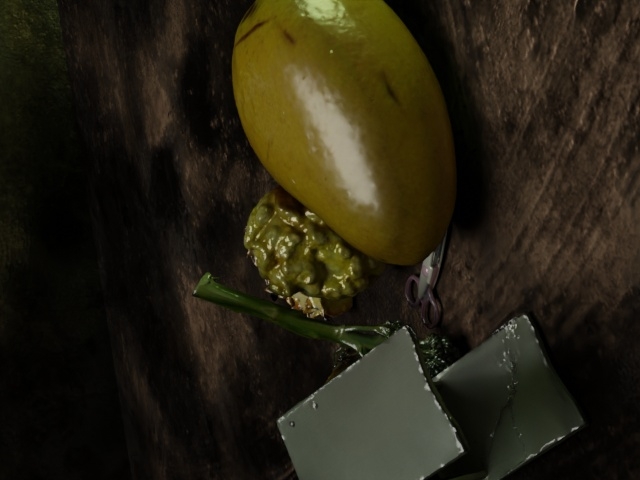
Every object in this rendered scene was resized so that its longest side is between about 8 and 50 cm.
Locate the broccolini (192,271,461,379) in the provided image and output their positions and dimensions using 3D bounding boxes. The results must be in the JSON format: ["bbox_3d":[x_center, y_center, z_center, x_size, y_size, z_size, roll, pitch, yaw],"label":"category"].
[{"bbox_3d":[0.009,0.112,1.628,0.079,0.392,0.074,-33,-39,-82],"label":"broccolini"}]

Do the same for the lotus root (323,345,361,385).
[{"bbox_3d":[0.111,0.326,1.655,0.179,0.196,0.397,-58,46,51],"label":"lotus root"}]

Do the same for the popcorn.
[{"bbox_3d":[-0.002,-0.002,1.715,0.189,0.218,0.169,-87,12,-66],"label":"popcorn"}]

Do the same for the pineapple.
[{"bbox_3d":[-0.021,0.024,1.902,0.236,0.115,0.186,46,141,31],"label":"pineapple"}]

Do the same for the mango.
[{"bbox_3d":[0.031,-0.159,1.562,0.301,0.221,0.445,-47,58,43],"label":"mango"}]

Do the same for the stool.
[{"bbox_3d":[0.132,0.227,1.423,0.270,0.244,0.170,-42,62,36],"label":"stool"}]

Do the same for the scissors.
[{"bbox_3d":[0.154,0.045,1.635,0.085,0.022,0.176,56,149,39],"label":"scissors"}]
